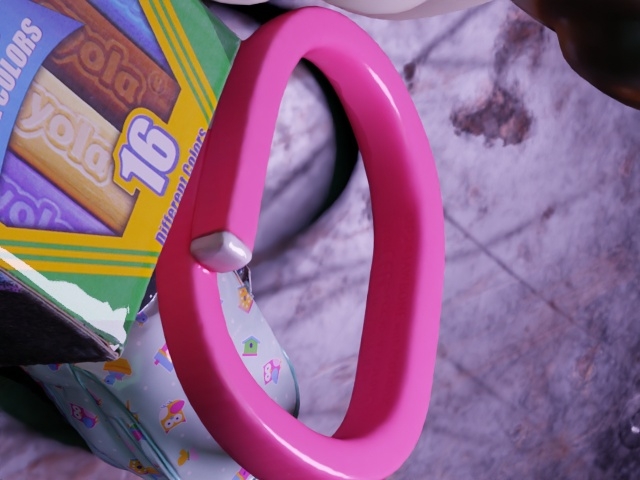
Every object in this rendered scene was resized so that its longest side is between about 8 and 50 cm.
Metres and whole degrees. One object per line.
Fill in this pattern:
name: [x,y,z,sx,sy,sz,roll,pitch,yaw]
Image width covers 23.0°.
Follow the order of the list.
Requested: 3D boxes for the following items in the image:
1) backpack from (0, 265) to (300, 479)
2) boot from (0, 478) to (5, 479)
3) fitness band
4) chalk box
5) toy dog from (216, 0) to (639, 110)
backpack: [-0.095,0.066,0.884,0.152,0.115,0.182,-44,129,-21]
boot: [-0.239,0.230,0.820,0.258,0.123,0.095,-40,125,-21]
fitness band: [0.000,0.000,0.885,0.209,0.054,0.291,44,43,-38]
chalk box: [-0.208,-0.089,0.673,0.289,0.180,0.179,44,54,-39]
toy dog: [0.075,-0.191,0.738,0.284,0.408,0.395,-54,129,-10]
